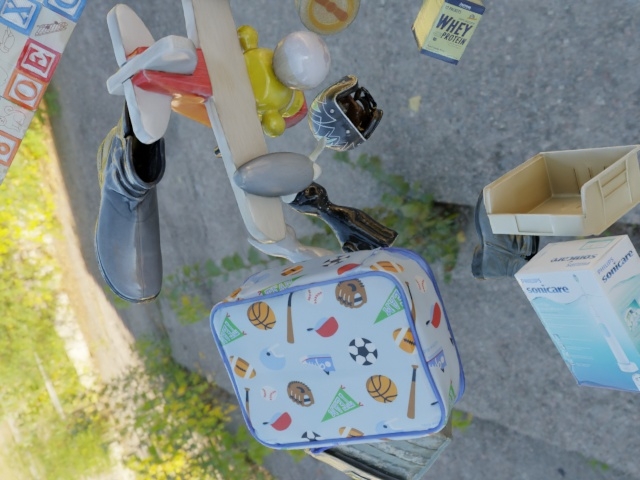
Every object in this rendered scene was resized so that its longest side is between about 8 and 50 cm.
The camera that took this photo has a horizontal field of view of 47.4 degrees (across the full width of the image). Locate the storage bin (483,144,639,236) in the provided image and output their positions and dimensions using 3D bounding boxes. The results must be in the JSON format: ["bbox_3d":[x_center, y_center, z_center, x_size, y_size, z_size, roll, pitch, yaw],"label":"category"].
[{"bbox_3d":[0.551,-0.109,1.659,0.262,0.260,0.123,3,117,52],"label":"storage bin"}]

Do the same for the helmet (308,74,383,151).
[{"bbox_3d":[0.050,-0.289,1.719,0.169,0.162,0.169,33,162,12],"label":"helmet"}]

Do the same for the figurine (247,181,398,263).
[{"bbox_3d":[0.000,0.000,1.248,0.209,0.215,0.092,37,133,0],"label":"figurine"}]

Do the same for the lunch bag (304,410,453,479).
[{"bbox_3d":[0.120,0.436,1.612,0.235,0.169,0.287,26,121,-5],"label":"lunch bag"}]

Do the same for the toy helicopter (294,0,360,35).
[{"bbox_3d":[-0.042,-0.386,0.833,0.355,0.234,0.140,69,178,-46],"label":"toy helicopter"}]

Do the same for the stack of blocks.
[{"bbox_3d":[-0.420,-0.229,0.900,0.297,0.171,0.087,-55,25,20],"label":"stack of blocks"}]

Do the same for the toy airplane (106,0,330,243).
[{"bbox_3d":[-0.122,-0.244,1.077,0.384,0.272,0.386,-84,-29,-48],"label":"toy airplane"}]

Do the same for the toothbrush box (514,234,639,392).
[{"bbox_3d":[0.564,0.149,1.467,0.296,0.126,0.216,56,156,-9],"label":"toothbrush box"}]

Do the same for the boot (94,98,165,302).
[{"bbox_3d":[-0.325,-0.069,1.271,0.222,0.118,0.338,-28,73,60],"label":"boot"}]

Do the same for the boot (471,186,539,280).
[{"bbox_3d":[0.464,-0.015,1.788,0.161,0.083,0.247,-4,75,41],"label":"boot"}]

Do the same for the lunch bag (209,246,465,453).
[{"bbox_3d":[0.016,0.146,0.915,0.303,0.115,0.243,-13,104,30],"label":"lunch bag"}]

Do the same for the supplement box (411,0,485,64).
[{"bbox_3d":[0.168,-0.296,0.973,0.083,0.056,0.083,-95,24,-50],"label":"supplement box"}]
